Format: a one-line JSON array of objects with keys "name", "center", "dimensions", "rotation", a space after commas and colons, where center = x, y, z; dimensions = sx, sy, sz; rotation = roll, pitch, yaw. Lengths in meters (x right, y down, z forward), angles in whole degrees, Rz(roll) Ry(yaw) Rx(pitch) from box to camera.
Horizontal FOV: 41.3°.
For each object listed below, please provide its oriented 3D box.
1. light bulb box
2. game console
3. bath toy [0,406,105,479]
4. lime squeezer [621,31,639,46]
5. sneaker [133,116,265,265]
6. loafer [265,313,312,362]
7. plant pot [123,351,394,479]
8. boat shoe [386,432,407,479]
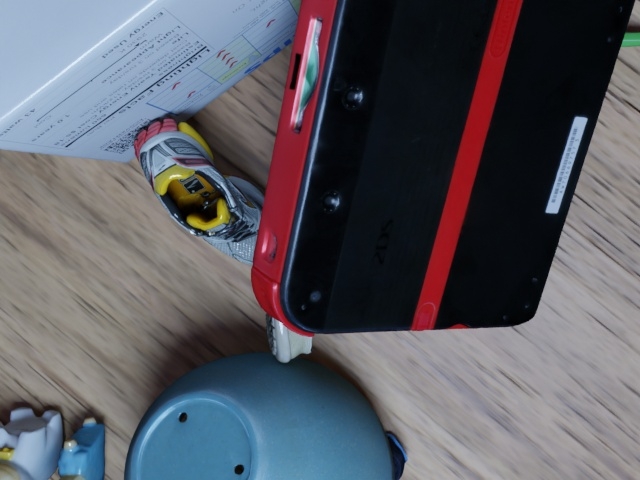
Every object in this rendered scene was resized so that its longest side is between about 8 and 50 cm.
[{"name": "light bulb box", "center": [-0.165, -0.263, 0.783], "dimensions": [0.358, 0.361, 0.225], "rotation": [-35, 90, 6]}, {"name": "game console", "center": [0.118, -0.087, 0.814], "dimensions": [0.342, 0.060, 0.386], "rotation": [0, 113, -30]}, {"name": "bath toy", "center": [-0.437, 0.277, 1.032], "dimensions": [0.348, 0.151, 0.129], "rotation": [5, 103, 13]}, {"name": "lime squeezer", "center": [0.247, -0.242, 0.893], "dimensions": [0.310, 0.059, 0.110], "rotation": [27, 69, 6]}, {"name": "sneaker", "center": [-0.116, -0.029, 0.915], "dimensions": [0.088, 0.225, 0.093], "rotation": [-35, 45, 13]}, {"name": "loafer", "center": [0.000, 0.000, 0.908], "dimensions": [0.092, 0.102, 0.268], "rotation": [10, 77, -6]}, {"name": "plant pot", "center": [-0.087, 0.241, 0.876], "dimensions": [0.290, 0.195, 0.290], "rotation": [-7, 66, 17]}, {"name": "boat shoe", "center": [-0.022, 0.303, 0.985], "dimensions": [0.258, 0.089, 0.109], "rotation": [-41, 89, 12]}]
